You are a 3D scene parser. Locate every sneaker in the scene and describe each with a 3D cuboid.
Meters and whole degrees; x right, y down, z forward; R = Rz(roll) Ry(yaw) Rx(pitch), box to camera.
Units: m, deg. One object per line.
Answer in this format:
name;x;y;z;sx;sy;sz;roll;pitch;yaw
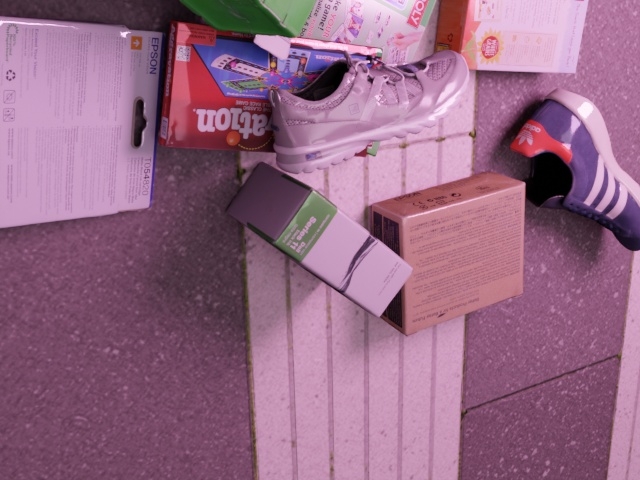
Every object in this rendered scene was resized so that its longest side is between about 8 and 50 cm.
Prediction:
sneaker;0.422;-0.080;1.339;0.148;0.131;0.350;-44;118;-3
sneaker;0.064;-0.182;0.996;0.281;0.105;0.115;-28;120;-21

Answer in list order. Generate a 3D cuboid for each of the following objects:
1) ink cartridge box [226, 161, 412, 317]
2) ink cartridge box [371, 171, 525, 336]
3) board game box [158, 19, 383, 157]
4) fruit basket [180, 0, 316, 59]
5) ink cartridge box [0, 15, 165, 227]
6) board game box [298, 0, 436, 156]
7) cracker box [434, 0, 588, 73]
ink cartridge box;0.000;0.000;1.081;0.208;0.153;0.086;37;87;-34
ink cartridge box;0.198;0.015;1.247;0.235;0.088;0.193;-16;116;-27
board game box;-0.054;-0.180;1.006;0.282;0.027;0.145;-1;109;-31
fruit basket;-0.078;-0.404;0.836;0.327;0.166;0.352;19;76;-69
ink cartridge box;-0.281;-0.132;0.911;0.224;0.045;0.223;-10;113;-50
board game box;0.039;-0.291;1.067;0.214;0.046;0.317;17;97;-35
cracker box;0.282;-0.327;1.191;0.232;0.067;0.155;-4;110;-29
